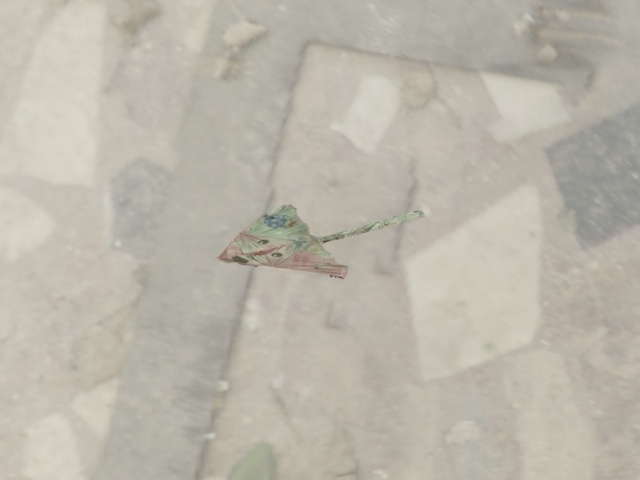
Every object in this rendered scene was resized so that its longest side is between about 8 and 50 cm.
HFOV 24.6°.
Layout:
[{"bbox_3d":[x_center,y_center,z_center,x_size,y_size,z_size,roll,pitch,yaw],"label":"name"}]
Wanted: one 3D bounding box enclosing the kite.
[{"bbox_3d":[0.000,0.001,0.993,0.153,0.137,0.005,-9,66,14],"label":"kite"}]
